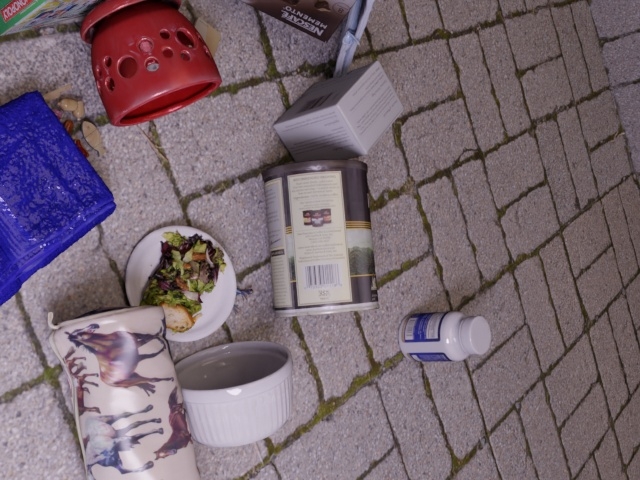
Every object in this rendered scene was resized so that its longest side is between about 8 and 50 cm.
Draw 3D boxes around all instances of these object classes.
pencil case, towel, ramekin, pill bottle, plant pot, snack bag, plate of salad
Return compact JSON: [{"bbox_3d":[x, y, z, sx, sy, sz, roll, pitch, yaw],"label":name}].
[{"bbox_3d":[-0.285,0.288,1.116,0.184,0.160,0.410,-13,93,-35],"label":"pencil case"},{"bbox_3d":[-0.448,-0.048,1.058,0.308,0.076,0.227,-48,118,-37],"label":"towel"},{"bbox_3d":[-0.141,0.253,1.247,0.207,0.207,0.109,-22,108,-46],"label":"ramekin"},{"bbox_3d":[0.279,0.215,1.693,0.112,0.187,0.111,9,77,-45],"label":"pill bottle"},{"bbox_3d":[-0.277,-0.294,1.210,0.191,0.191,0.174,-26,93,-45],"label":"plant pot"},{"bbox_3d":[0.085,-0.533,1.551,0.037,0.342,0.322,12,73,-6],"label":"snack bag"},{"bbox_3d":[-0.228,0.069,1.272,0.200,0.048,0.199,8,74,-30],"label":"plate of salad"}]

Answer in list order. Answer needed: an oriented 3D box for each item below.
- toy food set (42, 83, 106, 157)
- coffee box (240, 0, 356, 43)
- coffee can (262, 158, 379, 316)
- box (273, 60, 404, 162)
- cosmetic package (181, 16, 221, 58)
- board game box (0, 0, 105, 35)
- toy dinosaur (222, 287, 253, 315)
[{"bbox_3d":[-0.393,-0.178,1.188,0.078,0.019,0.122,-40,120,-42],"label":"toy food set"},{"bbox_3d":[-0.074,-0.509,1.386,0.297,0.168,0.118,23,65,-14],"label":"coffee box"},{"bbox_3d":[0.000,0.000,1.431,0.202,0.202,0.275,-1,84,-46],"label":"coffee can"},{"bbox_3d":[0.038,-0.249,1.526,0.119,0.181,0.182,58,48,-23],"label":"box"},{"bbox_3d":[-0.226,-0.338,1.368,0.060,0.041,0.115,31,62,-38],"label":"cosmetic package"},{"bbox_3d":[-0.319,-0.399,1.160,0.317,0.214,0.046,-33,107,-43],"label":"board game box"},{"bbox_3d":[-0.157,0.091,1.371,0.090,0.047,0.082,61,28,-6],"label":"toy dinosaur"}]
